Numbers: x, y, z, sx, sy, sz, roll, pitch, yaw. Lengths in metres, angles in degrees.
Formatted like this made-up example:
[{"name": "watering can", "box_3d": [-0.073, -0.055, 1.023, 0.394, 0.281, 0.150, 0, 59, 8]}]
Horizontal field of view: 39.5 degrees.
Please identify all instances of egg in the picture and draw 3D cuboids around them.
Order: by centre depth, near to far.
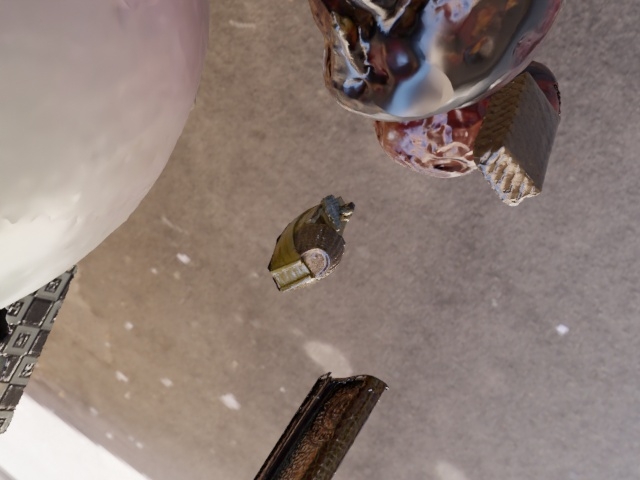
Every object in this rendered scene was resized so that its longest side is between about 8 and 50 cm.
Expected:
[{"name": "egg", "box_3d": [-0.217, -0.149, 0.542, 0.354, 0.340, 0.354, 21, 128, 29]}]

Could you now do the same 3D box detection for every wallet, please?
[{"name": "wallet", "box_3d": [-0.031, 0.242, 0.928, 0.039, 0.243, 0.133, 43, 155, -15]}]

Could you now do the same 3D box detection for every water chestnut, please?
[{"name": "water chestnut", "box_3d": [0.112, -0.252, 0.911, 0.289, 0.244, 0.289, 11, 138, 10]}]

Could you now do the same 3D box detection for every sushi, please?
[{"name": "sushi", "box_3d": [-0.327, 0.100, 0.857, 0.031, 0.201, 0.139, 31, -170, 28]}]

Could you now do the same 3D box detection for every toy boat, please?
[{"name": "toy boat", "box_3d": [0.000, 0.000, 0.684, 0.049, 0.149, 0.047, -27, 101, 18]}]

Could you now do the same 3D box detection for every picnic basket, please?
[{"name": "picnic basket", "box_3d": [0.265, -0.138, 1.182, 0.055, 0.193, 0.110, -21, 120, 42]}]

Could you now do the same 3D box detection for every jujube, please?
[{"name": "jujube", "box_3d": [0.229, -0.199, 1.398, 0.197, 0.290, 0.197, 170, 90, -78]}]
